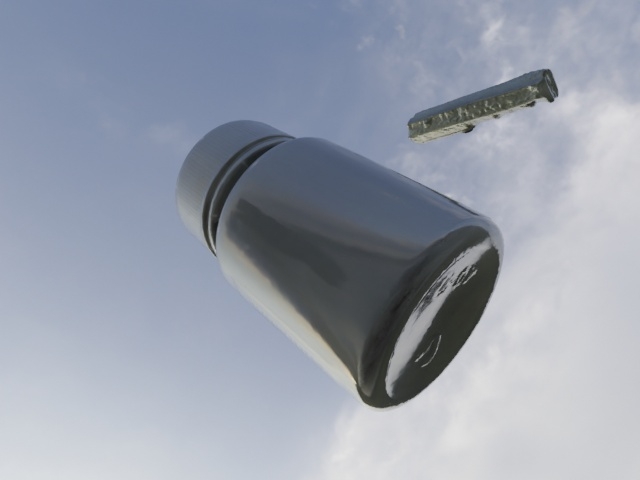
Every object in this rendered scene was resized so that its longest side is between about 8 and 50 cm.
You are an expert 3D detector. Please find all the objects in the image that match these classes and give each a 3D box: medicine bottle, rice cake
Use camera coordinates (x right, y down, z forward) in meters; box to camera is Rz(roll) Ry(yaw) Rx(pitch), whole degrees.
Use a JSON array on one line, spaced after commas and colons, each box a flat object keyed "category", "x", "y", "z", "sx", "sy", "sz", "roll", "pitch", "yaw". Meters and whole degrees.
[{"category": "medicine bottle", "x": 0.000, "y": 0.000, "z": 0.518, "sx": 0.208, "sy": 0.340, "sz": 0.208, "roll": -29, "pitch": -44, "yaw": -32}, {"category": "rice cake", "x": 0.255, "y": -0.214, "z": 0.773, "sx": 0.057, "sy": 0.052, "sz": 0.256, "roll": 33, "pitch": -26, "yaw": -35}]
